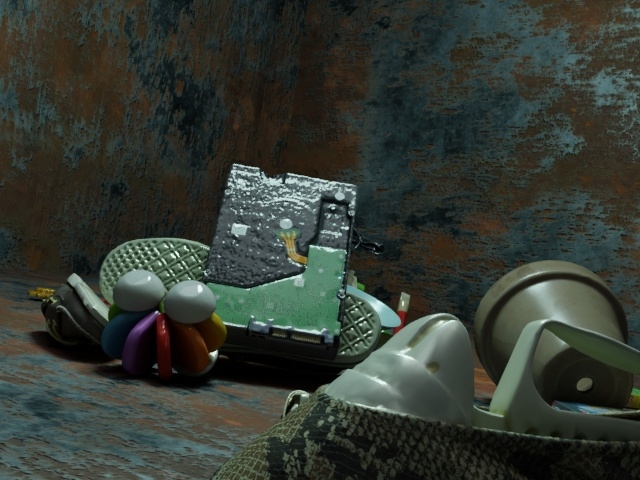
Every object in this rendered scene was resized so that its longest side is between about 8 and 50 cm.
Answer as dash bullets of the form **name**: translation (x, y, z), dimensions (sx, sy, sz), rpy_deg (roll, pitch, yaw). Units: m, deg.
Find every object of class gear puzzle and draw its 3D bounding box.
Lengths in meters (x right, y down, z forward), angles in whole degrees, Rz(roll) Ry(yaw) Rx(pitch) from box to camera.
- **gear puzzle**: translation (-0.570, 0.147, 2.055), dimensions (0.339, 0.044, 0.175), rpy_deg (8, -1, 18)

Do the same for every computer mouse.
- **computer mouse**: translation (0.000, 0.000, 1.872), dimensions (0.262, 0.060, 0.184), rpy_deg (-9, 19, -24)

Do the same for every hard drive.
- **hard drive**: translation (-0.068, 0.029, 1.389), dimensions (0.237, 0.339, 0.064), rpy_deg (9, -39, -2)

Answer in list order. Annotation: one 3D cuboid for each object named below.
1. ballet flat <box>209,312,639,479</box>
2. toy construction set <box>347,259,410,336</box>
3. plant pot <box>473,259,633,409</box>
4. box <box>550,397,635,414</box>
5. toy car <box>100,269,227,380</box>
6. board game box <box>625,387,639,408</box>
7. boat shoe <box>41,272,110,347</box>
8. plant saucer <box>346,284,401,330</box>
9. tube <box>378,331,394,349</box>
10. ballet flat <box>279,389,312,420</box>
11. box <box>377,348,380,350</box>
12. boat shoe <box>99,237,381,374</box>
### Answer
- **ballet flat**: translation (0.154, 0.152, 0.691), dimensions (0.483, 0.182, 0.164), rpy_deg (8, 0, -15)
- **toy construction set**: translation (0.053, 0.112, 1.899), dimensions (0.309, 0.237, 0.257), rpy_deg (15, -28, 2)
- **plant pot**: translation (0.401, 0.186, 1.360), dimensions (0.263, 0.263, 0.229), rpy_deg (8, 15, -3)
- **box**: translation (0.428, 0.270, 1.141), dimensions (0.159, 0.044, 0.233), rpy_deg (8, -1, -1)
- **toy car**: translation (-0.235, 0.141, 1.200), dimensions (0.182, 0.159, 0.136), rpy_deg (11, 38, 12)
- **board game box**: translation (0.534, 0.303, 1.675), dimensions (0.259, 0.039, 0.124), rpy_deg (6, -1, 0)
- **boat shoe**: translation (-0.407, 0.130, 1.386), dimensions (0.116, 0.097, 0.324), rpy_deg (52, -15, -19)
- **plant saucer**: translation (0.070, 0.142, 1.697), dimensions (0.195, 0.037, 0.195), rpy_deg (23, 12, -5)
- **tube**: translation (0.083, 0.205, 1.687), dimensions (0.240, 0.062, 0.070), rpy_deg (19, 4, -29)
- **ballet flat**: translation (-0.023, 0.196, 0.899), dimensions (0.057, 0.052, 0.168), rpy_deg (9, -1, -8)
- **box**: translation (0.139, 0.232, 1.471), dimensions (0.059, 0.054, 0.169), rpy_deg (9, -2, -29)
- **boat shoe**: translation (-0.144, 0.128, 1.452), dimensions (0.500, 0.186, 0.156), rpy_deg (14, -24, 1)
